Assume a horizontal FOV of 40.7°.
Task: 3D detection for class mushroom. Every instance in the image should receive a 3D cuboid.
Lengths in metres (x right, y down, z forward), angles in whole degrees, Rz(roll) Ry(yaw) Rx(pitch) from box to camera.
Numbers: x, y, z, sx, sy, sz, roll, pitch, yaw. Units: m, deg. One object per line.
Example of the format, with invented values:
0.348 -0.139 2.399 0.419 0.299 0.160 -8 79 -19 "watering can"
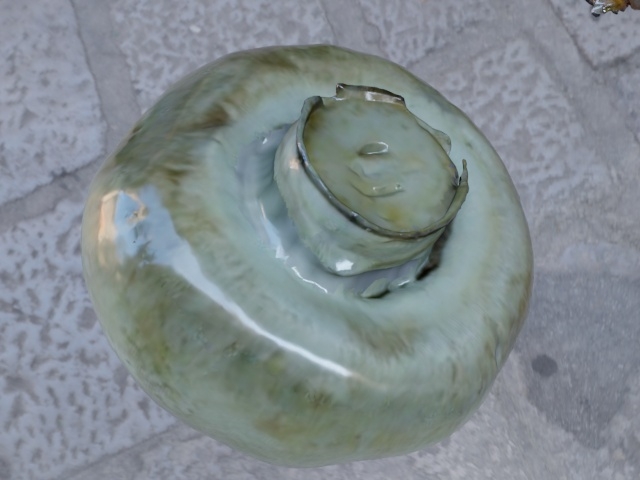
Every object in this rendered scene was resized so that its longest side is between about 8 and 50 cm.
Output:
0.000 0.000 0.653 0.352 0.260 0.352 13 54 -19 "mushroom"

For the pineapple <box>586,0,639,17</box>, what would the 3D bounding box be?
0.416 -0.443 1.019 0.352 0.300 0.352 5 50 -7 "pineapple"
